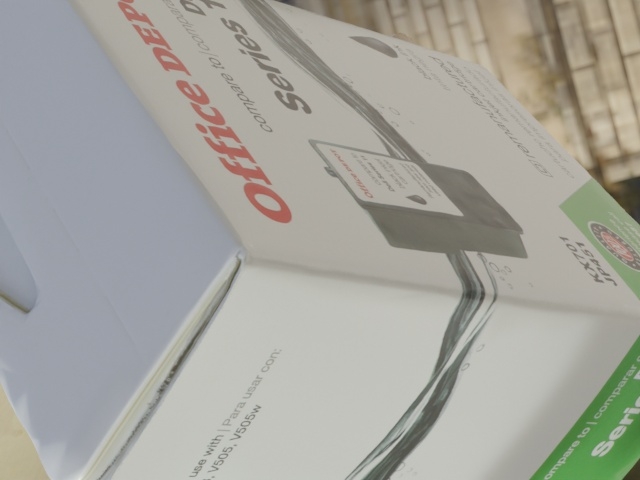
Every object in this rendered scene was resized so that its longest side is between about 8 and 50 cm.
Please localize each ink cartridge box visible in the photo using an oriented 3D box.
[{"bbox_3d":[0.000,0.000,0.459,0.208,0.087,0.153,9,-146,-44],"label":"ink cartridge box"}]

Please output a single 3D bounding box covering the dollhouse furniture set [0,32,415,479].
[{"bbox_3d":[-0.128,0.008,0.696,0.303,0.286,0.198,-2,-129,-33],"label":"dollhouse furniture set"}]
